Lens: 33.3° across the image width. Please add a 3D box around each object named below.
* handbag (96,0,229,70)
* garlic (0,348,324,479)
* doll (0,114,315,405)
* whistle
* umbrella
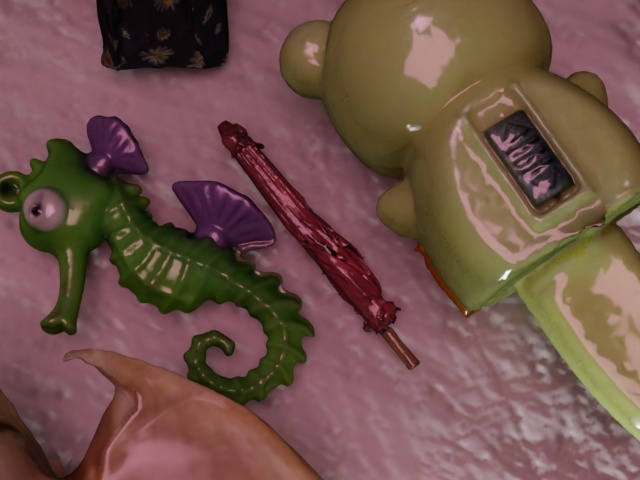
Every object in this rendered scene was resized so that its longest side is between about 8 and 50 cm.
[{"bbox_3d":[-0.082,-0.157,0.537,0.072,0.139,0.115,0,80,-5],"label":"handbag"},{"bbox_3d":[-0.111,0.195,0.450,0.286,0.249,0.313,-24,60,15],"label":"garlic"},{"bbox_3d":[-0.088,0.012,0.556,0.190,0.050,0.115,30,80,5],"label":"doll"},{"bbox_3d":[0.092,-0.031,0.523,0.131,0.106,0.288,-32,80,-5],"label":"whistle"},{"bbox_3d":[0.000,0.000,0.563,0.025,0.027,0.165,-42,83,22],"label":"umbrella"}]
